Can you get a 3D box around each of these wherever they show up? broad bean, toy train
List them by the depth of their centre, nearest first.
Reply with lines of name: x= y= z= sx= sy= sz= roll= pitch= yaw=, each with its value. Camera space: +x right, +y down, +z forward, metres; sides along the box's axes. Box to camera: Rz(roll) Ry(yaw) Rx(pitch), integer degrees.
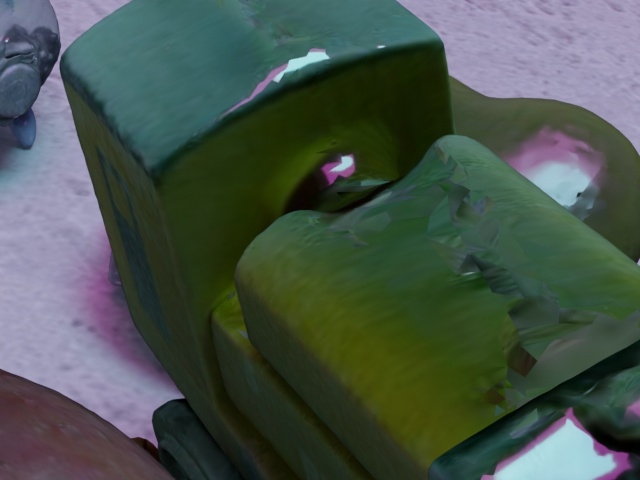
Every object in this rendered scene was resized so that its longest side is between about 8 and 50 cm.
toy train: x=0.043 y=0.073 z=0.619 sx=0.160 sy=0.253 sz=0.397 roll=-25 pitch=40 yaw=-16
broad bean: x=0.025 y=-0.003 z=0.870 sx=0.263 sy=0.121 sz=0.189 roll=10 pitch=70 yaw=11

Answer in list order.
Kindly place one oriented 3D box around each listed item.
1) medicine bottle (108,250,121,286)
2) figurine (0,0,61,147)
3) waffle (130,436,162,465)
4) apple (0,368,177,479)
medicine bottle: x=0.000 y=0.000 z=0.943 sx=0.220 sy=0.061 sz=0.092 roll=5 pitch=50 yaw=-5
figurine: x=-0.235 y=-0.113 z=1.004 sx=0.183 sy=0.128 sz=0.208 roll=23 pitch=38 yaw=26
waffle: x=-0.180 y=0.123 z=0.698 sx=0.245 sy=0.052 sz=0.254 roll=12 pitch=31 yaw=3
apple: x=-0.137 y=0.153 z=0.454 sx=0.305 sy=0.235 sz=0.306 roll=7 pitch=48 yaw=-8
